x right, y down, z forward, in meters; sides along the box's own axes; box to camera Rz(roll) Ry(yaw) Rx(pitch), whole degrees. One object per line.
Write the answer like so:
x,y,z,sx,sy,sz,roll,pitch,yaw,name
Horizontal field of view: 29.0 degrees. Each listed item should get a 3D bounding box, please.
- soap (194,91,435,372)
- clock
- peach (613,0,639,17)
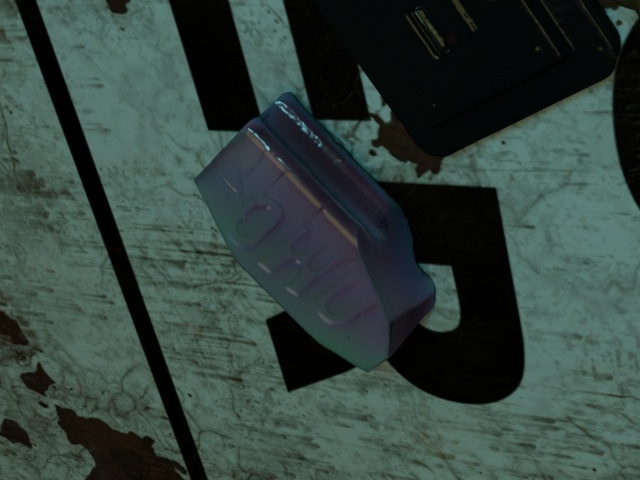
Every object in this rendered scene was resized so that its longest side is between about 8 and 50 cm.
0.000,0.000,1.519,0.324,0.109,0.193,45,136,-4,soap
0.136,-0.238,1.290,0.273,0.049,0.279,-27,105,43,clock
0.329,-0.275,1.023,0.233,0.232,0.232,18,130,22,peach
